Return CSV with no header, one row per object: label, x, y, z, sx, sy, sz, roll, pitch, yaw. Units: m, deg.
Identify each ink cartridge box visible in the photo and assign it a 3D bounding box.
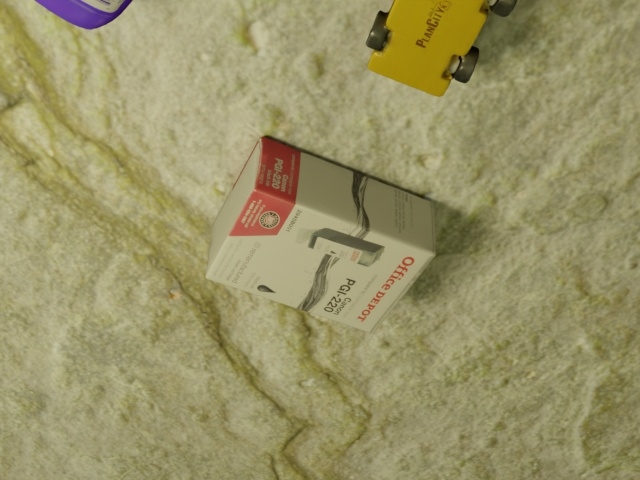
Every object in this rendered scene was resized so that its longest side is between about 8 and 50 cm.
ink cartridge box,0.000,0.000,1.051,0.217,0.092,0.159,18,133,-17

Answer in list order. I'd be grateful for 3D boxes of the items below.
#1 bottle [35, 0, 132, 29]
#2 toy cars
bottle,-0.147,-0.300,0.762,0.118,0.092,0.283,32,128,-26
toy cars,0.062,-0.278,0.754,0.176,0.087,0.394,-3,144,31
